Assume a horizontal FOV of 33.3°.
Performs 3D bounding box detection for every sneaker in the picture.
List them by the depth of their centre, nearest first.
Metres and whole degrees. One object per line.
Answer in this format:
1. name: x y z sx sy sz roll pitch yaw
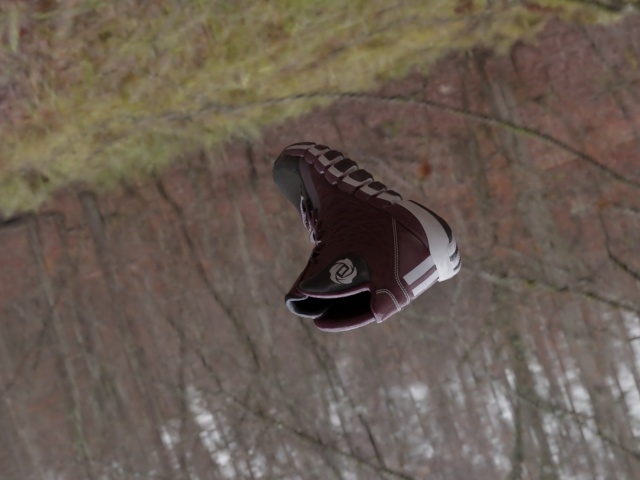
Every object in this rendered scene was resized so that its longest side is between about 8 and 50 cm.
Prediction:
1. sneaker: 0.000 0.000 1.132 0.162 0.106 0.281 -42 -137 -18
